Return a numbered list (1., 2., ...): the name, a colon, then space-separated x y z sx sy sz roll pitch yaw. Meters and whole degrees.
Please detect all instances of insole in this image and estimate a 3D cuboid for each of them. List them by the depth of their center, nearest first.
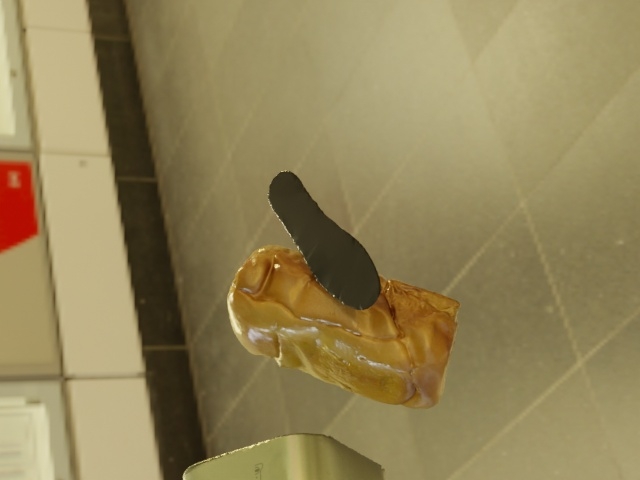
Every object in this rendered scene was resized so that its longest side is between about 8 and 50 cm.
1. insole: 0.000 0.000 1.478 0.232 0.003 0.080 50 119 32

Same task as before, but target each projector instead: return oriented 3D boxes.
1. projector: -0.042 0.439 1.687 0.249 0.248 0.249 -23 53 25

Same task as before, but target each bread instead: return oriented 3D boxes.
1. bread: 0.029 0.109 1.547 0.167 0.294 0.132 88 -158 -63
